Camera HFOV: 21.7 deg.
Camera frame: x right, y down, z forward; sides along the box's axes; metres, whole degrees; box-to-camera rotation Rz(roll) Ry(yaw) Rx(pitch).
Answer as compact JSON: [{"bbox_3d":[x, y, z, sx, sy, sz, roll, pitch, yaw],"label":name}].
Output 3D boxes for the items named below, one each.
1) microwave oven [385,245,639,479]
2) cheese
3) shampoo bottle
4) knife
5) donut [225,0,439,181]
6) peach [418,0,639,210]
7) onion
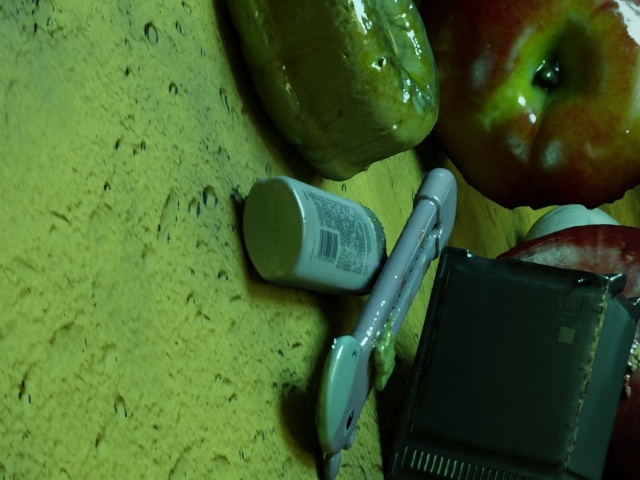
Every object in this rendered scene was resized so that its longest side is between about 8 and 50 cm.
[{"bbox_3d":[0.194,0.147,1.595,0.188,0.178,0.248,33,71,-62],"label":"microwave oven"},{"bbox_3d":[0.366,0.039,2.324,0.198,0.154,0.189,36,16,-53],"label":"cheese"},{"bbox_3d":[0.000,0.000,1.435,0.227,0.055,0.086,14,70,-70],"label":"shampoo bottle"},{"bbox_3d":[0.067,0.053,1.489,0.399,0.038,0.132,-62,159,-51],"label":"knife"},{"bbox_3d":[0.015,-0.175,1.505,0.261,0.128,0.209,52,30,-47],"label":"donut"},{"bbox_3d":[0.273,-0.236,1.975,0.406,0.335,0.310,-74,154,-53],"label":"peach"},{"bbox_3d":[0.320,0.142,1.821,0.341,0.341,0.341,-15,90,-72],"label":"onion"}]
